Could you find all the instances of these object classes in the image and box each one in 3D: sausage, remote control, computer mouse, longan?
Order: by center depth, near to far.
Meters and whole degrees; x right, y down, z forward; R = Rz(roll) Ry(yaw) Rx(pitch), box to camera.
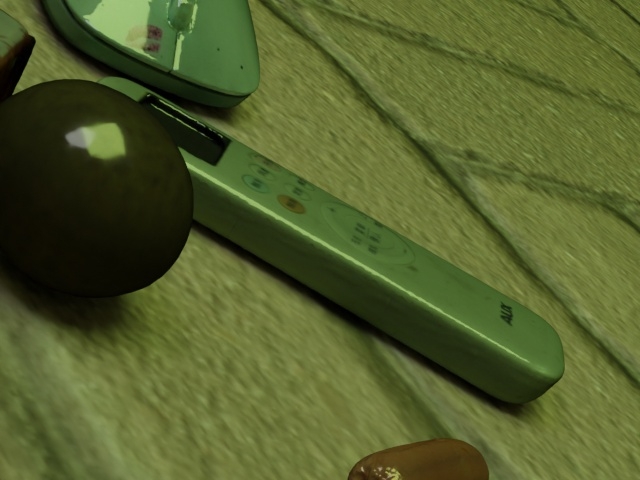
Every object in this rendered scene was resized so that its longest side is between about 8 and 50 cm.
[{"bbox_3d":[-0.107,-0.024,0.704,0.113,0.092,0.113,39,0,0],"label":"longan"},{"bbox_3d":[0.045,0.109,0.705,0.034,0.034,0.083,44,25,28],"label":"sausage"},{"bbox_3d":[0.000,-0.001,0.877,0.309,0.038,0.090,31,21,-3],"label":"remote control"},{"bbox_3d":[-0.118,-0.200,1.073,0.159,0.097,0.288,23,22,-28],"label":"computer mouse"}]

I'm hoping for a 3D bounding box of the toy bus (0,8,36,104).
[{"bbox_3d":[-0.328,-0.158,0.694,0.409,0.093,0.092,30,28,-4],"label":"toy bus"}]
